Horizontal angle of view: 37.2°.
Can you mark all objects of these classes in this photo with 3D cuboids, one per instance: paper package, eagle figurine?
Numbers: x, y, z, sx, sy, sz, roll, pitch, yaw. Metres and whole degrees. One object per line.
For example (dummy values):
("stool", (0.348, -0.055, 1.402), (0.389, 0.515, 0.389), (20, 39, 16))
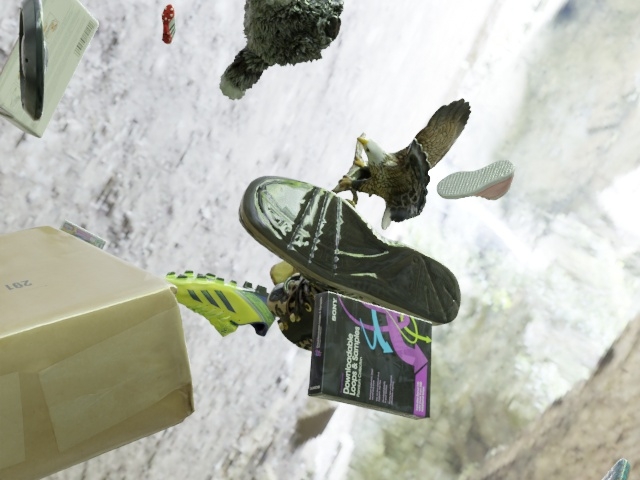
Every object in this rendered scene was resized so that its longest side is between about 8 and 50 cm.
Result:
("paper package", (-0.353, 0.119, 0.983), (0.325, 0.309, 0.168), (-17, 114, -38))
("eagle figurine", (0.162, -0.146, 1.900), (0.225, 0.298, 0.226), (2, 82, -49))

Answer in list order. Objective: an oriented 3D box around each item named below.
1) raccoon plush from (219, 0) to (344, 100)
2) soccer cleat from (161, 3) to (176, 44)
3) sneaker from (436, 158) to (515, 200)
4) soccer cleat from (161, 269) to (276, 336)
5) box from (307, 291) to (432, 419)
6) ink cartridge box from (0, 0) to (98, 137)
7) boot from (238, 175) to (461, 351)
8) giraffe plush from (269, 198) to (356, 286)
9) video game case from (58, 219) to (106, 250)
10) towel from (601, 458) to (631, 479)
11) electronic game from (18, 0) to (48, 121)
("raccoon plush", (-0.156, -0.485, 2.110), (0.299, 0.216, 0.446), (16, 125, -44))
("soccer cleat", (-0.317, -0.454, 1.994), (0.035, 0.029, 0.083), (-29, 124, -71))
("sneaker", (0.260, -0.086, 1.585), (0.134, 0.051, 0.070), (-18, 149, -2))
("soccer cleat", (-0.200, 0.131, 1.885), (0.289, 0.093, 0.121), (15, 89, -42))
("box", (0.059, 0.131, 1.068), (0.029, 0.162, 0.116), (-22, -122, 50))
("ink cartridge box", (-0.603, -0.394, 2.010), (0.261, 0.066, 0.296), (56, 57, -75))
("boot", (-0.005, 0.058, 1.488), (0.284, 0.377, 0.138), (-34, -144, 54))
("giraffe plush", (0.000, 0.000, 1.959), (0.181, 0.210, 0.170), (-14, 97, -61))
("video game case", (-0.464, 0.034, 1.760), (0.122, 0.087, 0.011), (-62, -168, -2))
("towel", (0.395, 0.551, 1.509), (0.370, 0.040, 0.271), (-51, 167, -46))
("electronic game", (-0.510, -0.328, 1.696), (0.229, 0.048, 0.229), (178, -90, -70))
